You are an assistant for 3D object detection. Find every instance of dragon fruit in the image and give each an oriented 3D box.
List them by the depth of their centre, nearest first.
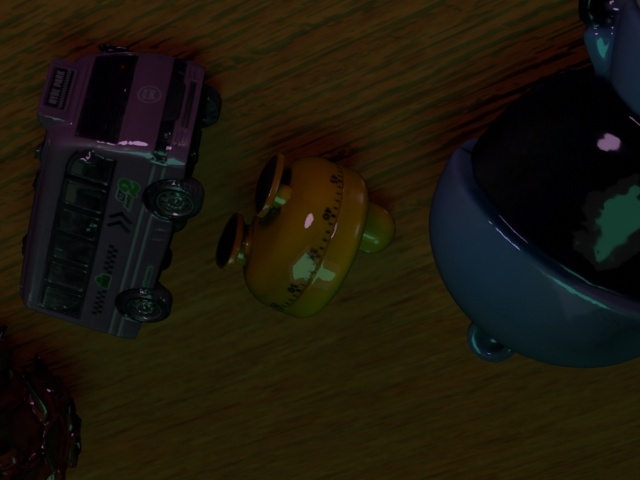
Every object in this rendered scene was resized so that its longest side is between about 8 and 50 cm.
[{"bbox_3d":[-0.237,0.149,1.166,0.121,0.130,0.142,-45,141,-8],"label":"dragon fruit"}]

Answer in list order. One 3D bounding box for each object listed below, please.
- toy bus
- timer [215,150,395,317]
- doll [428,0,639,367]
[{"bbox_3d":[-0.132,-0.030,0.986,0.108,0.096,0.199,14,140,-7],"label":"toy bus"},{"bbox_3d":[0.000,0.000,1.009,0.109,0.107,0.107,22,135,-17],"label":"timer"},{"bbox_3d":[0.178,-0.038,0.936,0.177,0.141,0.314,35,120,2],"label":"doll"}]
